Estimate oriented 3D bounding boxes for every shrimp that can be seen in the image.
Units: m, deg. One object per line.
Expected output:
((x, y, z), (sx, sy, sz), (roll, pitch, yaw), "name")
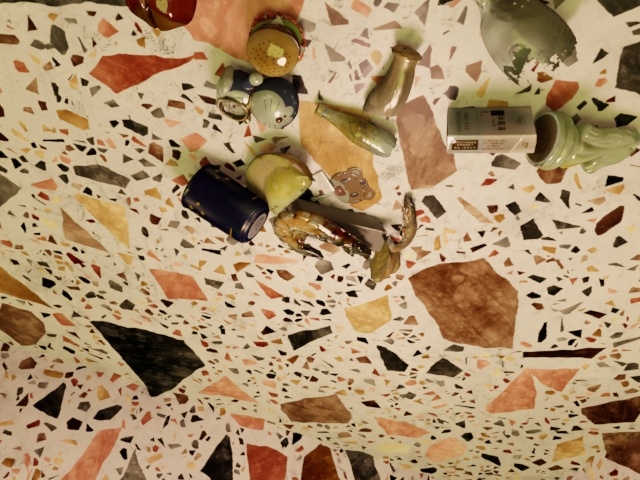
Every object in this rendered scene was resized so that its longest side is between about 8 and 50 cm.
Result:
((0.278, -0.053, 2.008), (0.046, 0.152, 0.219), (36, 144, 40), "shrimp")
((0.000, 0.000, 2.049), (0.365, 0.071, 0.233), (24, 142, -13), "shrimp")

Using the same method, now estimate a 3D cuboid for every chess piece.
((0.769, -0.273, 1.681), (0.299, 0.175, 0.175), (7, 137, -14), "chess piece")

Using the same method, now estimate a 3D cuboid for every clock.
((-0.181, -0.423, 1.705), (0.244, 0.146, 0.199), (17, 151, -2), "clock")

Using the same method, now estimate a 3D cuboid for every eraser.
((0.061, -0.054, 2.077), (0.353, 0.077, 0.111), (14, 133, -2), "eraser")

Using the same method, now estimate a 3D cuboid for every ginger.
((0.245, 0.097, 2.107), (0.115, 0.193, 0.123), (-26, 124, 39), "ginger")

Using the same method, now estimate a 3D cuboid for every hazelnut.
((-0.421, -0.663, 1.491), (0.212, 0.181, 0.181), (14, 157, 11), "hazelnut")

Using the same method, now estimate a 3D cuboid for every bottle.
((0.107, -0.345, 1.773), (0.270, 0.083, 0.083), (28, 133, -10), "bottle")

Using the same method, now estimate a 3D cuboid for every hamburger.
((-0.126, -0.531, 1.593), (0.176, 0.136, 0.175), (6, 139, 5), "hamburger")

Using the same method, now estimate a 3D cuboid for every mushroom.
((0.210, -0.440, 1.647), (0.096, 0.108, 0.247), (-15, 150, -34), "mushroom")

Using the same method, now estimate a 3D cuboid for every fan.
((0.067, -0.171, 2.005), (0.227, 0.008, 0.152), (-16, 129, 25), "fan")

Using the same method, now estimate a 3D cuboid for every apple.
((-0.138, -0.218, 1.921), (0.193, 0.120, 0.265), (44, 140, -8), "apple")

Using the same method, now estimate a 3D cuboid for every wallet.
((0.011, -0.199, 1.976), (0.044, 0.011, 0.083), (-21, 116, 32), "wallet")

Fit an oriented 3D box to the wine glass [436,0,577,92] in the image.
((0.468, -0.544, 1.430), (0.357, 0.190, 0.190), (39, 130, -19), "wine glass")

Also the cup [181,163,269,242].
((-0.303, -0.127, 1.995), (0.256, 0.255, 0.178), (34, 111, 9), "cup")

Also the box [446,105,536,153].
((0.489, -0.321, 1.666), (0.243, 0.155, 0.067), (2, 136, 11), "box")
